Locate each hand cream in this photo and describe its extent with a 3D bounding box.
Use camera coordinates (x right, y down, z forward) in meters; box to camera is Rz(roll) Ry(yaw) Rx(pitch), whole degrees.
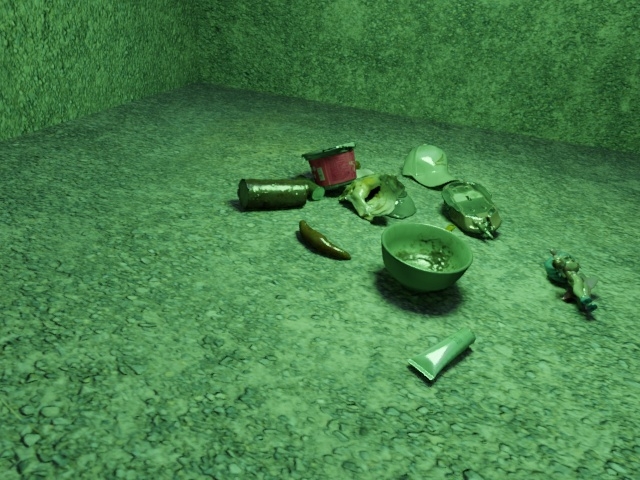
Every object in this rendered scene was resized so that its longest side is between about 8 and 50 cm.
[{"bbox_3d":[0.318,0.285,1.092,0.205,0.050,0.078,-21,40,-33],"label":"hand cream"}]

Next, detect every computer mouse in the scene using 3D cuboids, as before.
[{"bbox_3d":[0.637,-0.117,1.793,0.200,0.115,0.389,-14,44,-3],"label":"computer mouse"}]

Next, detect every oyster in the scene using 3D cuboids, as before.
[{"bbox_3d":[0.218,-0.184,1.770,0.100,0.275,0.271,39,24,-40],"label":"oyster"}]

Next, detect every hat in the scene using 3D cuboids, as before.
[{"bbox_3d":[0.589,-0.378,2.170,0.258,0.168,0.301,-8,33,-23],"label":"hat"}]

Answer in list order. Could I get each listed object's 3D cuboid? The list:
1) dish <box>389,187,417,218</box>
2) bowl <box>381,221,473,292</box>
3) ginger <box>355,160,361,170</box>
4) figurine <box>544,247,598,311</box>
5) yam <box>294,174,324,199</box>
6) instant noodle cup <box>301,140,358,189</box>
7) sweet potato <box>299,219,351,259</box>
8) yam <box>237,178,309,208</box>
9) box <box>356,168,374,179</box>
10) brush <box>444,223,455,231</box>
[{"bbox_3d":[0.308,-0.179,1.858,0.246,0.078,0.224,6,31,-1],"label":"dish"},{"bbox_3d":[0.322,0.072,1.361,0.289,0.146,0.289,6,32,-4],"label":"bowl"},{"bbox_3d":[0.123,-0.369,2.157,0.162,0.073,0.103,3,16,5],"label":"ginger"},{"bbox_3d":[0.808,0.124,1.402,0.205,0.103,0.260,29,32,-13],"label":"figurine"},{"bbox_3d":[-0.052,-0.233,1.890,0.068,0.068,0.169,-13,31,-30],"label":"yam"},{"bbox_3d":[0.058,-0.329,1.914,0.258,0.181,0.302,-12,12,6],"label":"instant noodle cup"},{"bbox_3d":[-0.004,0.001,1.505,0.255,0.058,0.078,34,19,32],"label":"sweet potato"},{"bbox_3d":[-0.189,-0.191,1.734,0.280,0.131,0.131,-3,31,-21],"label":"yam"},{"bbox_3d":[0.210,-0.300,2.074,0.130,0.051,0.129,-9,33,-27],"label":"box"},{"bbox_3d":[0.499,-0.029,1.707,0.083,0.011,0.205,23,33,27],"label":"brush"}]
